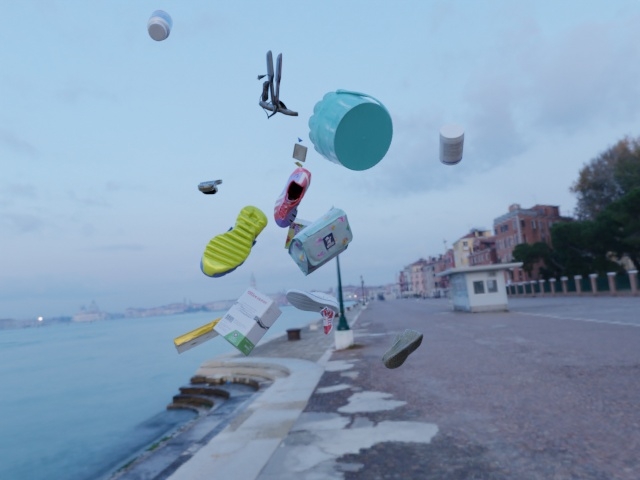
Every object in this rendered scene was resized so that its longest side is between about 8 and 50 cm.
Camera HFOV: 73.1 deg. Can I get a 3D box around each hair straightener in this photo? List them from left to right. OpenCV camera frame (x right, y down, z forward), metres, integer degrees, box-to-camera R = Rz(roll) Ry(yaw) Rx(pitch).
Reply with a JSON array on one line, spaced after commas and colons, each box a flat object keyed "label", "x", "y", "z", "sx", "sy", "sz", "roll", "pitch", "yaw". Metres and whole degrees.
[{"label": "hair straightener", "x": -0.179, "y": -0.528, "z": 1.462, "sx": 0.089, "sy": 0.231, "sz": 0.047, "roll": 3, "pitch": 2, "yaw": -30}]

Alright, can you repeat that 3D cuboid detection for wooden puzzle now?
[{"label": "wooden puzzle", "x": -0.087, "y": -0.376, "z": 1.853, "sx": 0.078, "sy": 0.116, "sz": 0.014, "roll": 34, "pitch": 29, "yaw": 30}]

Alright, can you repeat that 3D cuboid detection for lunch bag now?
[{"label": "lunch bag", "x": 0.000, "y": 0.000, "z": 1.693, "sx": 0.223, "sy": 0.160, "sz": 0.262, "roll": -32, "pitch": -15, "yaw": -18}]

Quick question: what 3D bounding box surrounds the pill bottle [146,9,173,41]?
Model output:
[{"label": "pill bottle", "x": -0.633, "y": -0.842, "z": 1.698, "sx": 0.087, "sy": 0.160, "sz": 0.087, "roll": -6, "pitch": -49, "yaw": -7}]

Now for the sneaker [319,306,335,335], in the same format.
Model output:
[{"label": "sneaker", "x": 0.024, "y": 0.341, "z": 1.846, "sx": 0.042, "sy": 0.118, "sz": 0.067, "roll": -17, "pitch": -46, "yaw": 33}]

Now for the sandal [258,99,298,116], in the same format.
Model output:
[{"label": "sandal", "x": -0.204, "y": -0.667, "z": 2.146, "sx": 0.219, "sy": 0.060, "sz": 0.090, "roll": 23, "pitch": 25, "yaw": 23}]

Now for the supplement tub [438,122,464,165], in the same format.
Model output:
[{"label": "supplement tub", "x": 0.383, "y": -0.280, "z": 1.265, "sx": 0.071, "sy": 0.071, "sz": 0.107, "roll": -6, "pitch": -39, "yaw": 8}]

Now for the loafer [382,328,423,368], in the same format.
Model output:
[{"label": "loafer", "x": 0.197, "y": 0.267, "z": 1.074, "sx": 0.148, "sy": 0.056, "sz": 0.050, "roll": -21, "pitch": 34, "yaw": -41}]

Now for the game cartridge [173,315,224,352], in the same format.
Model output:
[{"label": "game cartridge", "x": -0.579, "y": 0.466, "z": 2.191, "sx": 0.323, "sy": 0.053, "sz": 0.285, "roll": -25, "pitch": -12, "yaw": -24}]

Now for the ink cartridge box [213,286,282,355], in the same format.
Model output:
[{"label": "ink cartridge box", "x": -0.280, "y": 0.309, "z": 1.678, "sx": 0.160, "sy": 0.219, "sz": 0.093, "roll": 23, "pitch": -26, "yaw": 41}]

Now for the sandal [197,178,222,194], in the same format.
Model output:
[{"label": "sandal", "x": -0.376, "y": -0.177, "z": 1.470, "sx": 0.072, "sy": 0.049, "sz": 0.180, "roll": -8, "pitch": 16, "yaw": -1}]

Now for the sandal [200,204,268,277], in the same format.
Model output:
[{"label": "sandal", "x": -0.279, "y": 0.022, "z": 1.394, "sx": 0.138, "sy": 0.126, "sz": 0.317, "roll": -54, "pitch": 0, "yaw": 40}]

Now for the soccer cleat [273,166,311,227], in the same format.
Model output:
[{"label": "soccer cleat", "x": -0.098, "y": -0.122, "z": 1.359, "sx": 0.083, "sy": 0.095, "sz": 0.248, "roll": 28, "pitch": -50, "yaw": -4}]

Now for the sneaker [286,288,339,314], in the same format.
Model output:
[{"label": "sneaker", "x": -0.038, "y": 0.282, "z": 2.033, "sx": 0.258, "sy": 0.094, "sz": 0.091, "roll": 20, "pitch": 24, "yaw": -7}]

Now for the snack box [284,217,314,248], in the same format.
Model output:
[{"label": "snack box", "x": -0.080, "y": -0.019, "z": 2.382, "sx": 0.207, "sy": 0.175, "sz": 0.070, "roll": 13, "pitch": 28, "yaw": -4}]

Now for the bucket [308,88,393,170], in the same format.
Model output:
[{"label": "bucket", "x": 0.113, "y": -0.390, "z": 1.548, "sx": 0.281, "sy": 0.281, "sz": 0.183, "roll": 0, "pitch": 26, "yaw": -30}]
